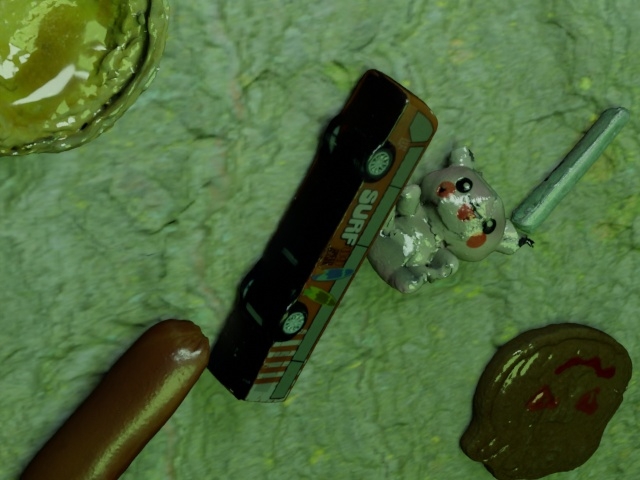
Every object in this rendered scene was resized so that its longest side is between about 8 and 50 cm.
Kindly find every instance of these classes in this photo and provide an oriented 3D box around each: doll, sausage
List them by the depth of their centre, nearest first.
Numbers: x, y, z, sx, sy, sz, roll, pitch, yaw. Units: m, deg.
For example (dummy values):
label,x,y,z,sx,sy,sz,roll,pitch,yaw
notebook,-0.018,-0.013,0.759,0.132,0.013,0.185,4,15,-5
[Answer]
label,x,y,z,sx,sy,sz,roll,pitch,yaw
sausage,-0.237,0.211,1.705,0.083,0.089,0.300,36,95,-36
doll,0.144,-0.016,1.801,0.192,0.095,0.149,-27,87,-8

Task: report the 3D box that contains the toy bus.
label,x,y,z,sx,sy,sz,roll,pitch,yaw
toy bus,0.000,0.000,1.727,0.092,0.093,0.409,14,111,-47

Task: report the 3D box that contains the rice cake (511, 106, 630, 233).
label,x,y,z,sx,sy,sz,roll,pitch,yaw
rice cake,0.322,-0.093,1.920,0.208,0.033,0.033,-49,131,2

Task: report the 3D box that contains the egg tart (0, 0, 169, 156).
label,x,y,z,sx,sy,sz,roll,pitch,yaw
egg tart,-0.274,-0.209,1.391,0.288,0.118,0.288,-16,124,-26

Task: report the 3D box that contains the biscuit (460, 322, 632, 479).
label,x,y,z,sx,sy,sz,roll,pitch,yaw
biscuit,0.324,0.232,2.122,0.273,0.049,0.257,7,114,-35
